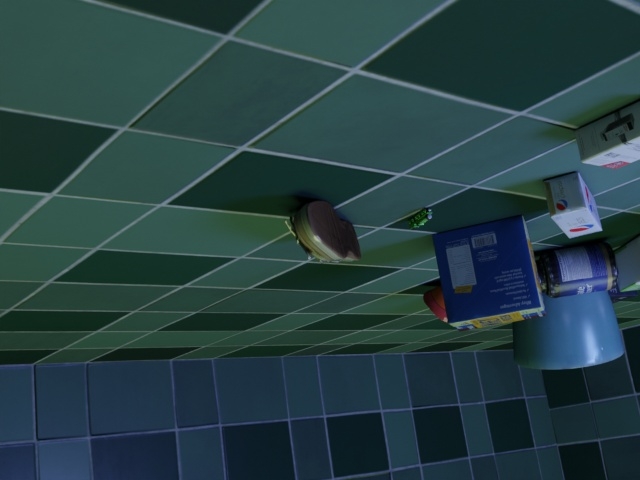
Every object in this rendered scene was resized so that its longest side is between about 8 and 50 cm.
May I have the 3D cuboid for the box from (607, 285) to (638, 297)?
[{"bbox_3d":[0.830,0.143,2.427,0.158,0.093,0.156,1,162,-27],"label":"box"}]

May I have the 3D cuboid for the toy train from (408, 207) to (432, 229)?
[{"bbox_3d":[0.196,-0.041,1.586,0.017,0.023,0.083,-2,164,-21],"label":"toy train"}]

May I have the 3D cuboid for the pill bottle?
[{"bbox_3d":[0.627,0.079,2.047,0.219,0.122,0.123,-10,164,6],"label":"pill bottle"}]

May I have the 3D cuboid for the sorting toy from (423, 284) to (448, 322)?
[{"bbox_3d":[0.456,0.147,2.306,0.366,0.127,0.126,2,132,-41],"label":"sorting toy"}]

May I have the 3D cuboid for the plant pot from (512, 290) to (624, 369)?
[{"bbox_3d":[0.660,0.199,2.208,0.293,0.235,0.293,-9,-177,0],"label":"plant pot"}]

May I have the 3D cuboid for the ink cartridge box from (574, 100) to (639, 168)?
[{"bbox_3d":[0.477,-0.162,1.236,0.099,0.056,0.135,4,161,-38],"label":"ink cartridge box"}]

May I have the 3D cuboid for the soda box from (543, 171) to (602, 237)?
[{"bbox_3d":[0.487,-0.064,1.558,0.069,0.073,0.216,-15,163,22],"label":"soda box"}]

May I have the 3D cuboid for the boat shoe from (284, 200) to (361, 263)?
[{"bbox_3d":[0.000,0.000,1.485,0.089,0.104,0.285,-15,164,14],"label":"boat shoe"}]

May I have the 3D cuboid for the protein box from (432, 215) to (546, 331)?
[{"bbox_3d":[0.367,0.076,1.756,0.200,0.201,0.136,-13,164,16],"label":"protein box"}]

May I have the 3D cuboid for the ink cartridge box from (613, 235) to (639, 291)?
[{"bbox_3d":[0.931,0.047,2.097,0.273,0.114,0.198,-6,165,-5],"label":"ink cartridge box"}]
